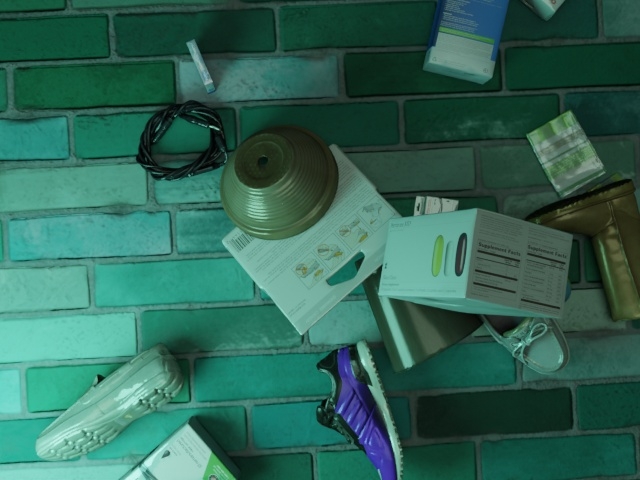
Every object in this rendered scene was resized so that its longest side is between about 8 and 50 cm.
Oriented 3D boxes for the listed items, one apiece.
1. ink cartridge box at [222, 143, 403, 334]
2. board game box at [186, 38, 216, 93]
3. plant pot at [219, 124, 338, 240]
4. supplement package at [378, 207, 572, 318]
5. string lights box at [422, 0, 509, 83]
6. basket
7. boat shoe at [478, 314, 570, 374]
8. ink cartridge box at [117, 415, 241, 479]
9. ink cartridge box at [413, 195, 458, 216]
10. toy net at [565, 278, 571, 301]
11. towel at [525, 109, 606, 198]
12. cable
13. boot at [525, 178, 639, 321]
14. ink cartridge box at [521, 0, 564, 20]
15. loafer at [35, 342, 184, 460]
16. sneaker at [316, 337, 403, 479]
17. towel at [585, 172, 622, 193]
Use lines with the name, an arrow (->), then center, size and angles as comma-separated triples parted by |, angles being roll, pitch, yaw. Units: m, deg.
ink cartridge box -> 0.000, 0.000, 1.603 | 0.296, 0.066, 0.261 | -41, 68, -2
board game box -> -0.233, -0.340, 1.629 | 0.020, 0.090, 0.090 | -23, 91, -3
plant pot -> -0.092, -0.129, 1.577 | 0.237, 0.110, 0.238 | -6, 66, 14
supplement package -> 0.257, 0.043, 1.419 | 0.203, 0.261, 0.145 | 13, 81, -26
string lights box -> 0.301, -0.459, 1.660 | 0.133, 0.077, 0.260 | 13, 89, -3
basket -> 0.177, 0.109, 1.616 | 0.204, 0.154, 0.227 | -28, 87, -14
boat shoe -> 0.365, 0.138, 1.627 | 0.118, 0.103, 0.320 | -37, 89, 23
ink cartridge box -> -0.283, 0.472, 1.620 | 0.208, 0.087, 0.153 | -42, 91, -1
ink cartridge box -> 0.233, -0.063, 1.677 | 0.083, 0.028, 0.048 | 8, 89, -2
toy net -> 0.393, 0.061, 1.680 | 0.232, 0.045, 0.122 | 46, 117, 1
towel -> 0.502, -0.177, 1.693 | 0.113, 0.023, 0.152 | -29, 91, -3
cable -> -0.281, -0.196, 1.647 | 0.184, 0.047, 0.151 | -16, 90, -2
boot -> 0.563, 0.037, 1.662 | 0.236, 0.089, 0.270 | -18, 95, 6
ink cartridge box -> 0.470, -0.540, 1.675 | 0.109, 0.063, 0.150 | 40, 88, -2
loafer -> -0.415, 0.317, 1.618 | 0.319, 0.112, 0.111 | -31, 55, -2
sneaker -> 0.069, 0.353, 1.637 | 0.146, 0.102, 0.294 | -17, 85, 2
towel -> 0.590, -0.094, 1.702 | 0.083, 0.009, 0.060 | -34, 90, -3
